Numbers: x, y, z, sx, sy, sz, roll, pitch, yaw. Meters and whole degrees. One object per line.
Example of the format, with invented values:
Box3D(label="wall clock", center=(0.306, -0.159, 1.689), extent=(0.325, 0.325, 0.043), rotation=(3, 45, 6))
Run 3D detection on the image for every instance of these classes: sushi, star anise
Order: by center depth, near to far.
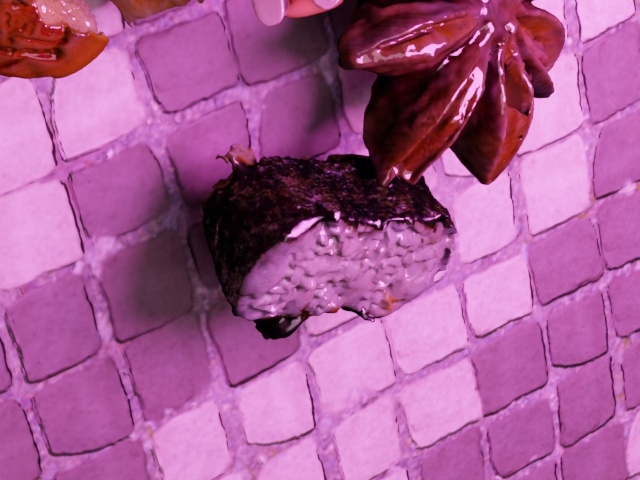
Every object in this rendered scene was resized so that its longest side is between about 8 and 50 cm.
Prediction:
Box3D(label="star anise", center=(0.109, -0.194, 1.299), extent=(0.315, 0.108, 0.315), rotation=(1, 88, -46))
Box3D(label="sushi", center=(0.000, 0.000, 1.306), extent=(0.212, 0.115, 0.147), rotation=(-7, 133, -35))

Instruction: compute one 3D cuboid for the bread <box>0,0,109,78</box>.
Box3D(label="bread", center=(-0.231, -0.174, 1.104), extent=(0.125, 0.086, 0.156), rotation=(-19, 137, 12))

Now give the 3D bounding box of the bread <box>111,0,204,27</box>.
Box3D(label="bread", center=(-0.170, -0.272, 1.121), extent=(0.269, 0.098, 0.087), rotation=(51, 37, -35))

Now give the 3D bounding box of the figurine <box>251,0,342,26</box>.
Box3D(label="figurine", center=(-0.037, -0.251, 1.157), extent=(0.111, 0.102, 0.195), rotation=(-13, 93, 9))
